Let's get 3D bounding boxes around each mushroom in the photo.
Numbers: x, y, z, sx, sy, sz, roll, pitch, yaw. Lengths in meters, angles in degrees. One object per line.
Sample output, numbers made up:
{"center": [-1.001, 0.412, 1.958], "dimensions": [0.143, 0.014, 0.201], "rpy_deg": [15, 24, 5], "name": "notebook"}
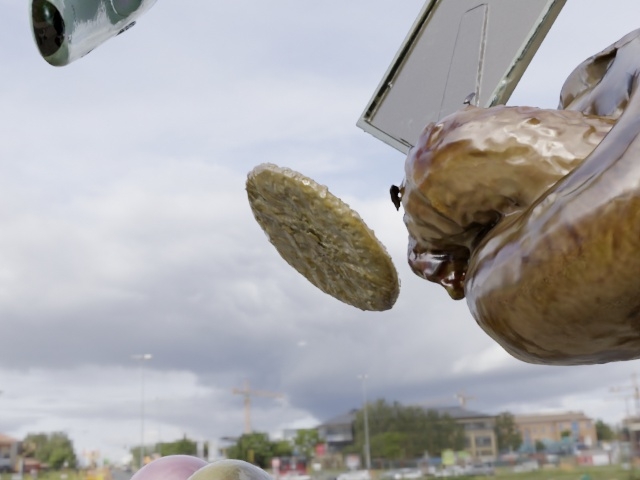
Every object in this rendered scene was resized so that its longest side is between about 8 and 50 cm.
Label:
{"center": [0.183, -0.027, 0.583], "dimensions": [0.283, 0.263, 0.195], "rpy_deg": [-6, -46, 48], "name": "mushroom"}

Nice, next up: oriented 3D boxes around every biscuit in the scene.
{"center": [-0.001, 0.001, 0.953], "dimensions": [0.219, 0.033, 0.220], "rpy_deg": [35, -23, 17], "name": "biscuit"}

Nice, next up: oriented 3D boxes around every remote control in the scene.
{"center": [-0.175, -0.215, 0.729], "dimensions": [0.045, 0.256, 0.098], "rpy_deg": [5, -56, 11], "name": "remote control"}

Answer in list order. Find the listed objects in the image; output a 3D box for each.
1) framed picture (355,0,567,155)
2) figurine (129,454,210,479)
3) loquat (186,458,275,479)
{"center": [0.174, -0.238, 1.030], "dimensions": [0.024, 0.315, 0.232], "rpy_deg": [26, 10, -33], "name": "framed picture"}
{"center": [-0.220, 0.407, 1.321], "dimensions": [0.173, 0.173, 0.173], "rpy_deg": [-2, -16, -1], "name": "figurine"}
{"center": [-0.105, 0.348, 1.003], "dimensions": [0.152, 0.195, 0.152], "rpy_deg": [-3, -46, -3], "name": "loquat"}
